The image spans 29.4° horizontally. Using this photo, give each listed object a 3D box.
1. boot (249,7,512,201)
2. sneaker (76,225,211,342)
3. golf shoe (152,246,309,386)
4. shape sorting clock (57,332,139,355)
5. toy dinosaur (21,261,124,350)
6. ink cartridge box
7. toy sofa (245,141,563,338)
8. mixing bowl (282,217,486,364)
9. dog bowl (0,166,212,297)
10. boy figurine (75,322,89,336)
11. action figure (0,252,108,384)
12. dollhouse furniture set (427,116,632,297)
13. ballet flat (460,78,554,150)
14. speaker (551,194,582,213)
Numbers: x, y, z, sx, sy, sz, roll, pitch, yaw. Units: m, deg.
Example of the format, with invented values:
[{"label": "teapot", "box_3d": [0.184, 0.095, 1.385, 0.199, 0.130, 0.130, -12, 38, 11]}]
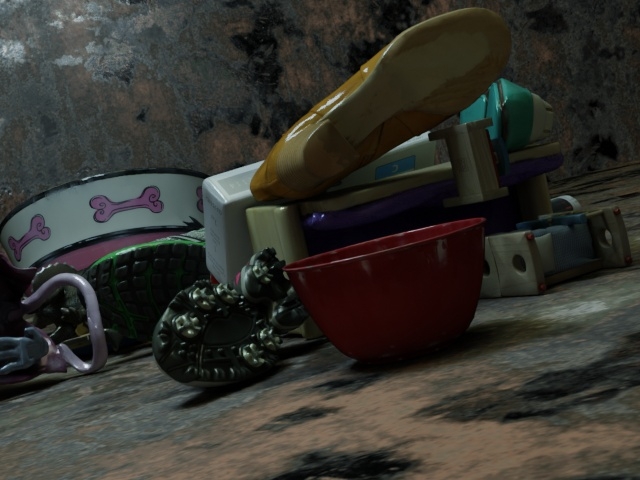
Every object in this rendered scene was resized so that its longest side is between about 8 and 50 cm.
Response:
[{"label": "boot", "box_3d": [0.054, -0.146, 1.341, 0.295, 0.104, 0.211, -37, 9, -16]}, {"label": "sneaker", "box_3d": [-0.162, 0.047, 1.629, 0.344, 0.134, 0.146, -8, 15, -30]}, {"label": "golf shoe", "box_3d": [-0.097, 0.098, 1.179, 0.120, 0.105, 0.273, -42, -5, 22]}, {"label": "shape sorting clock", "box_3d": [-0.300, 0.133, 1.830, 0.206, 0.040, 0.206, -14, 2, 1]}, {"label": "toy dinosaur", "box_3d": [-0.308, 0.082, 1.686, 0.314, 0.121, 0.160, -7, 28, 26]}, {"label": "ink cartridge box", "box_3d": [0.000, 0.000, 1.533, 0.296, 0.261, 0.066, -19, 43, -24]}, {"label": "toy sofa", "box_3d": [0.113, -0.005, 1.400, 0.363, 0.150, 0.177, -15, 8, -28]}, {"label": "mixing bowl", "box_3d": [0.066, 0.048, 1.049, 0.181, 0.098, 0.181, -15, 3, 1]}, {"label": "dog bowl", "box_3d": [-0.349, 0.023, 2.148, 0.408, 0.150, 0.408, -13, -17, -4]}, {"label": "boy figurine", "box_3d": [-0.296, 0.089, 1.967, 0.285, 0.092, 0.177, -15, -33, 29]}, {"label": "action figure", "box_3d": [-0.467, 0.082, 1.595, 0.276, 0.248, 0.370, -5, -6, -26]}, {"label": "dollhouse furniture set", "box_3d": [0.219, -0.045, 1.279, 0.129, 0.183, 0.129, -16, 3, -28]}, {"label": "ballet flat", "box_3d": [0.226, -0.147, 1.430, 0.087, 0.083, 0.247, 2, 8, -3]}, {"label": "speaker", "box_3d": [0.335, -0.030, 1.808, 0.055, 0.055, 0.136, -12, 3, 39]}]
